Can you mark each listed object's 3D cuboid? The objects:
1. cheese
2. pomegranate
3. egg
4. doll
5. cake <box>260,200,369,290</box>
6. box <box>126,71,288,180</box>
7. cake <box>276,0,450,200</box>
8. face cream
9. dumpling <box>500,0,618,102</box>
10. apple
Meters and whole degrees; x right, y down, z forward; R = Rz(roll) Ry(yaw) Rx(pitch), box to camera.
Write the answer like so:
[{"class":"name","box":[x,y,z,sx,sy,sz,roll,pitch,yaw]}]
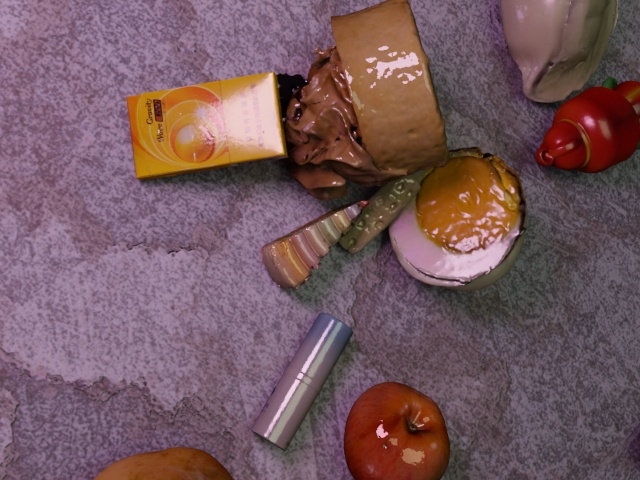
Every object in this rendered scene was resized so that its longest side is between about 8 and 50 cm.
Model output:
[{"class":"cheese","box":[0.112,-0.055,1.427,0.194,0.043,0.065,-45,94,6]},{"class":"pomegranate","box":[-0.243,0.466,1.142,0.307,0.307,0.307,3,82,-22]},{"class":"egg","box":[0.279,-0.030,1.462,0.264,0.174,0.286,-14,68,16]},{"class":"doll","box":[0.610,-0.244,1.631,0.363,0.160,0.182,-27,96,-23]},{"class":"cake","box":[-0.015,-0.015,1.373,0.090,0.109,0.225,47,70,-11]},{"class":"box","box":[-0.200,-0.200,1.291,0.269,0.043,0.152,-9,85,6]},{"class":"cake","box":[0.047,-0.243,1.329,0.321,0.332,0.332,-17,90,8]},{"class":"face cream","box":[-0.032,0.256,1.350,0.077,0.077,0.250,37,72,-14]},{"class":"dumpling","box":[0.549,-0.501,1.609,0.316,0.233,0.394,-4,99,-26]},{"class":"apple","box":[0.141,0.362,1.345,0.210,0.164,0.209,13,45,-14]}]
